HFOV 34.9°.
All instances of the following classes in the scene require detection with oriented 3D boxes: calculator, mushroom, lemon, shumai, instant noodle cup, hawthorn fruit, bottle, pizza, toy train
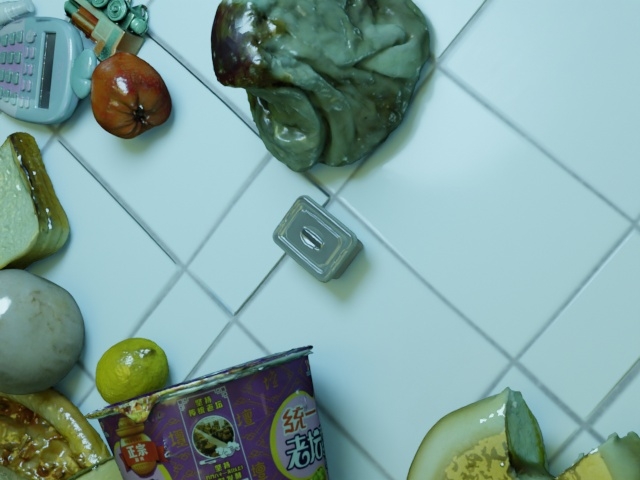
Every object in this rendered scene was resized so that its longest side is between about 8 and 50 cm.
[{"bbox_3d":[-0.487,-0.296,1.773,0.298,0.041,0.186,10,95,36],"label":"calculator"},{"bbox_3d":[-0.506,0.150,1.665,0.209,0.206,0.206,-9,80,25],"label":"mushroom"},{"bbox_3d":[-0.299,0.211,1.609,0.133,0.109,0.109,-42,68,23],"label":"lemon"},{"bbox_3d":[-0.019,-0.275,1.464,0.304,0.263,0.309,-24,74,22],"label":"shumai"},{"bbox_3d":[-0.134,0.317,1.417,0.339,0.340,0.266,-18,85,21],"label":"instant noodle cup"},{"bbox_3d":[-0.318,-0.241,1.667,0.133,0.133,0.138,-43,52,14],"label":"hawthorn fruit"},{"bbox_3d":[-0.618,-0.404,1.863,0.217,0.060,0.060,-8,80,24],"label":"bottle"},{"bbox_3d":[-0.499,0.323,1.702,0.365,0.074,0.182,26,85,26],"label":"pizza"},{"bbox_3d":[-0.375,-0.382,1.745,0.176,0.074,0.118,38,105,23],"label":"toy train"}]

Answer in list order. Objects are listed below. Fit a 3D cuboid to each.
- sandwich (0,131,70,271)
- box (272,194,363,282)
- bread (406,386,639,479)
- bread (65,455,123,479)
[{"bbox_3d":[-0.567,-0.035,1.775,0.251,0.087,0.226,-33,69,20],"label":"sandwich"},{"bbox_3d":[0.000,0.000,1.527,0.122,0.062,0.089,40,100,24],"label":"box"},{"bbox_3d":[0.271,0.351,1.303,0.333,0.160,0.333,-4,81,26],"label":"bread"},{"bbox_3d":[-0.303,0.452,1.516,0.135,0.178,0.240,-31,86,17],"label":"bread"}]
